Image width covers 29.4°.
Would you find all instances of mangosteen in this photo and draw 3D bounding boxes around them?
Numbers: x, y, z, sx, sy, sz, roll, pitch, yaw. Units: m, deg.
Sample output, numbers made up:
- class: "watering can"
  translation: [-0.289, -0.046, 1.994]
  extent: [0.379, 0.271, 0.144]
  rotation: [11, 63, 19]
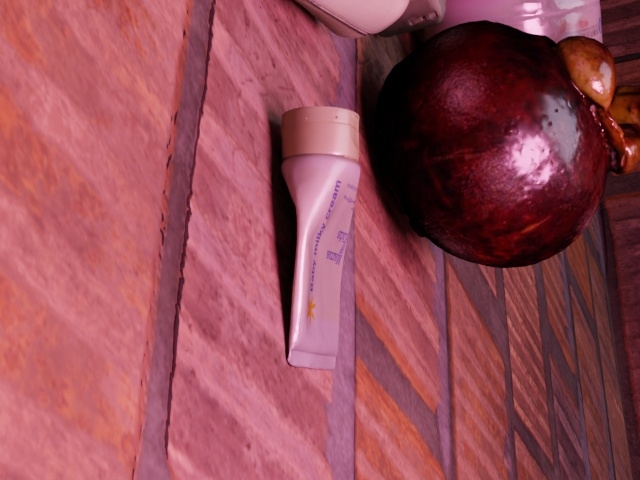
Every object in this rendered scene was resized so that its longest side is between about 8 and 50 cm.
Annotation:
- class: "mangosteen"
  translation: [0.206, -0.120, 1.376]
  extent: [0.297, 0.293, 0.297]
  rotation: [26, 26, -14]

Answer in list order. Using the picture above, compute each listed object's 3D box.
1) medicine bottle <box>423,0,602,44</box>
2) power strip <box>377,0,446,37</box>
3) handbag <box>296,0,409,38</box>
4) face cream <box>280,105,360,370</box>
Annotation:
- class: "medicine bottle"
  translation: [0.269, -0.214, 1.686]
  extent: [0.241, 0.241, 0.302]
  rotation: [-51, 136, -67]
- class: "power strip"
  translation: [0.063, -0.370, 1.413]
  extent: [0.053, 0.093, 0.288]
  rotation: [-76, 149, -46]
- class: "handbag"
  translation: [-0.020, -0.329, 1.140]
  extent: [0.315, 0.109, 0.241]
  rotation: [26, 53, -62]
- class: "face cream"
  translation: [0.000, 0.000, 1.069]
  extent: [0.114, 0.070, 0.224]
  rotation: [21, 68, -68]
